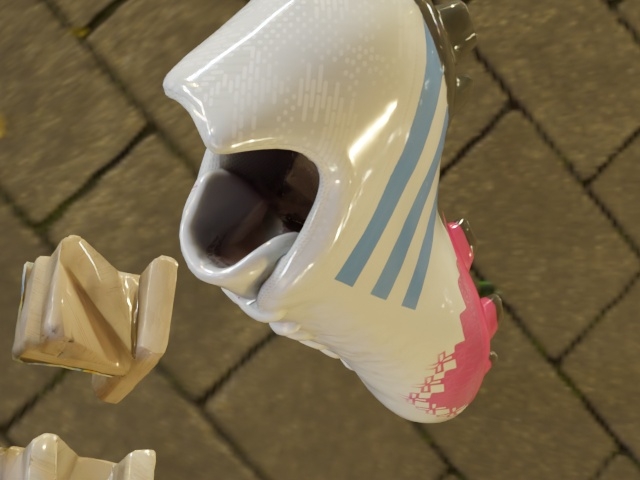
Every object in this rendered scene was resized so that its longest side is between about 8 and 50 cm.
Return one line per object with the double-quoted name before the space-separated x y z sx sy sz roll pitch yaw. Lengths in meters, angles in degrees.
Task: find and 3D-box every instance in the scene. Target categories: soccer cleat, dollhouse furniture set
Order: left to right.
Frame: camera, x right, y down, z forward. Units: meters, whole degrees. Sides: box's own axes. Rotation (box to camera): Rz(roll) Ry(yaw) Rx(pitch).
"dollhouse furniture set" -0.316 0.185 1.123 0.362 0.256 0.394 12 66 -18
"soccer cleat" 0.000 0.000 0.851 0.143 0.116 0.331 -34 145 -17
